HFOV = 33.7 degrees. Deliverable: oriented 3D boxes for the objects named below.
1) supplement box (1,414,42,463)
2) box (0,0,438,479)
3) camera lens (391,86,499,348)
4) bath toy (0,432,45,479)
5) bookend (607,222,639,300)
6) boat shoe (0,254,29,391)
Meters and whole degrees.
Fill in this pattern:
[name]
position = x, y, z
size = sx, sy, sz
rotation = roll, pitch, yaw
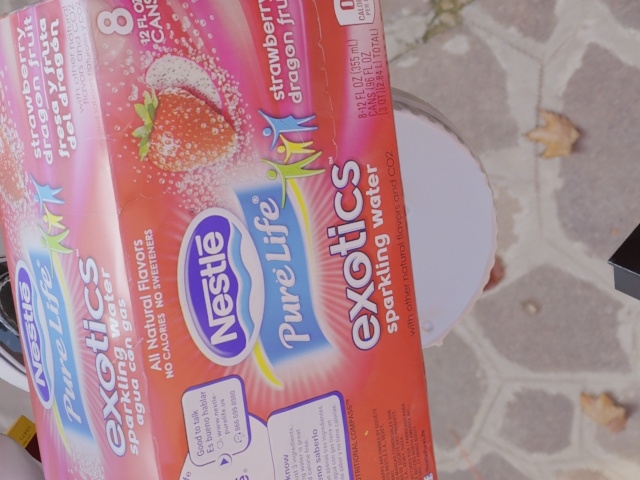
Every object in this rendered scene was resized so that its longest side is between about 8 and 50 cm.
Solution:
[supplement box]
position = -0.265, 0.297, 0.968
size = 0.194, 0.129, 0.191
rotation = 40, 133, -11
[box]
position = -0.045, 0.028, 0.433
size = 0.122, 0.128, 0.257
rotation = 3, 104, 53
[camera lens]
position = 0.018, -0.030, 0.906
size = 0.274, 0.219, 0.219
rotation = -123, 9, -76
[bath toy]
position = -0.079, 0.204, 0.630
size = 0.348, 0.129, 0.151
rotation = 8, 86, 22
[bookend]
position = 0.498, 0.044, 1.556
size = 0.072, 0.157, 0.156
rotation = 27, 149, 36
[boat shoe]
position = -0.135, 0.089, 0.829
size = 0.306, 0.113, 0.105
rotation = 31, 148, -16
